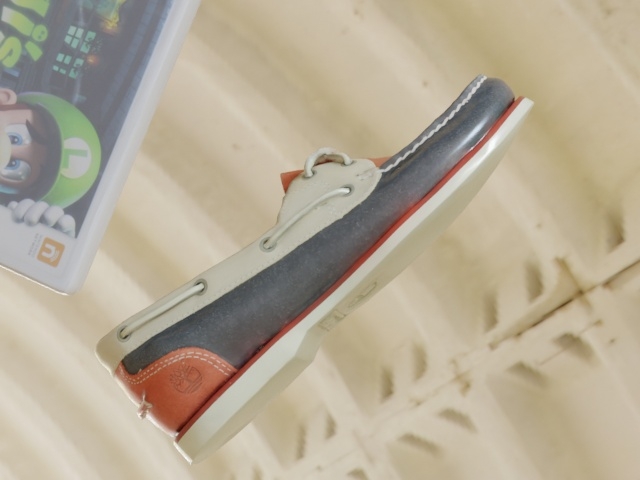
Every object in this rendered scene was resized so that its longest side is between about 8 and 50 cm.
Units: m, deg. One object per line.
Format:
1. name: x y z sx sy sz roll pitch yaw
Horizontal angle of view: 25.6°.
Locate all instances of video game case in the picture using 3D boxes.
1. video game case: -0.153 -0.095 0.645 0.173 0.022 0.190 24 -87 9

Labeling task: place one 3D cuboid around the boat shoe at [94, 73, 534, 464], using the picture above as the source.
1. boat shoe: 0.000 0.000 0.383 0.043 0.137 0.049 46 -3 13
